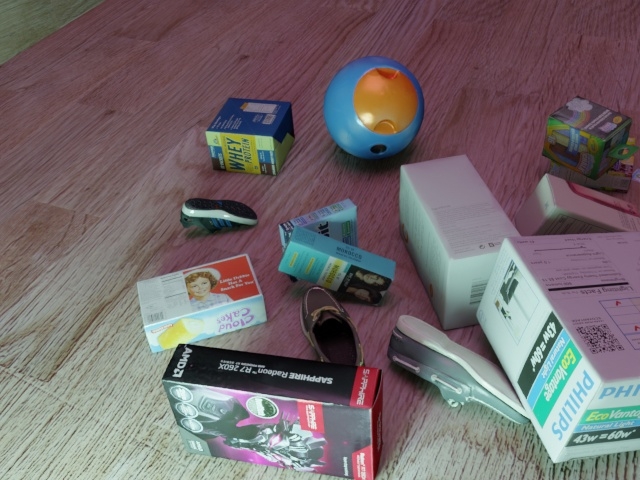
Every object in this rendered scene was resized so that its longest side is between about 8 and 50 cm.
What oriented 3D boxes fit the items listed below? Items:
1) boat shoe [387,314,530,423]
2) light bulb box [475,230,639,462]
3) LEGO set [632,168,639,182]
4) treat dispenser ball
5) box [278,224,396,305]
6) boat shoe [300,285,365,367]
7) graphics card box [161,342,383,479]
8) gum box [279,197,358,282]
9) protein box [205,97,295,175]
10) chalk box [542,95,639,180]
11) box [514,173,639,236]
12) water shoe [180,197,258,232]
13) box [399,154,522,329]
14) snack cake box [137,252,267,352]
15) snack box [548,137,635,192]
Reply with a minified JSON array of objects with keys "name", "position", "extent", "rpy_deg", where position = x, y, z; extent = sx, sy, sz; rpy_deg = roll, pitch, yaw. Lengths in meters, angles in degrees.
[{"name":"boat shoe","position":[0.271,0.270,1.324],"extent":[0.319,0.099,0.116],"rpy_deg":[33,17,21]},{"name":"light bulb box","position":[0.539,0.179,1.244],"extent":[0.357,0.225,0.361],"rpy_deg":[-3,40,-13]},{"name":"LEGO set","position":[0.980,-0.180,1.779],"extent":[0.244,0.060,0.182],"rpy_deg":[31,56,34]},{"name":"treat dispenser ball","position":[0.151,-0.375,1.910],"extent":[0.288,0.288,0.288],"rpy_deg":[-3,41,3]},{"name":"box","position":[0.037,0.058,1.503],"extent":[0.244,0.101,0.060],"rpy_deg":[20,42,-5]},{"name":"boat shoe","position":[0.026,0.194,1.418],"extent":[0.109,0.091,0.305],"rpy_deg":[-13,42,-9]},{"name":"graphics card box","position":[-0.077,0.307,1.194],"extent":[0.370,0.233,0.094],"rpy_deg":[7,43,12]},{"name":"gum box","position":[0.000,0.000,1.594],"extent":[0.184,0.157,0.041],"rpy_deg":[-22,43,-18]},{"name":"protein box","position":[-0.202,-0.310,1.986],"extent":[0.201,0.136,0.200],"rpy_deg":[6,43,13]},{"name":"chalk box","position":[0.707,-0.256,1.735],"extent":[0.132,0.132,0.213],"rpy_deg":[-34,52,-25]},{"name":"box","position":[0.581,-0.029,1.518],"extent":[0.232,0.149,0.127],"rpy_deg":[18,42,-9]},{"name":"water shoe","position":[-0.267,-0.061,1.761],"extent":[0.203,0.080,0.073],"rpy_deg":[9,40,-22]},{"name":"box","position":[0.307,-0.005,1.525],"extent":[0.168,0.215,0.345],"rpy_deg":[-10,42,-7]},{"name":"snack cake box","position":[-0.268,0.137,1.517],"extent":[0.264,0.089,0.152],"rpy_deg":[-14,40,-11]},{"name":"snack box","position":[0.742,-0.221,1.838],"extent":[0.207,0.070,0.175],"rpy_deg":[10,44,19]}]
